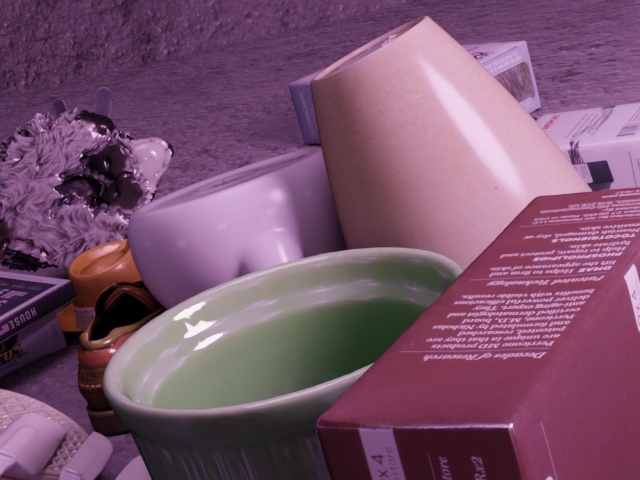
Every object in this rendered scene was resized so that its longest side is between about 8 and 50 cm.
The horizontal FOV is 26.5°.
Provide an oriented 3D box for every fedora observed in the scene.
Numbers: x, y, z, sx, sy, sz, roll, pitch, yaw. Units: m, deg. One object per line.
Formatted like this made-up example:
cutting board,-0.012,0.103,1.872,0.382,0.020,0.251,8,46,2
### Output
fedora,-0.255,0.049,1.688,0.194,0.079,0.194,-14,17,4

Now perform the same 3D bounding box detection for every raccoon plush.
raccoon plush,-0.416,-0.063,1.872,0.446,0.216,0.299,-7,4,-12

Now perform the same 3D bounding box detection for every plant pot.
plant pot,0.109,-0.062,1.291,0.256,0.274,0.256,-30,11,6

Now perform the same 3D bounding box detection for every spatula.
spatula,-0.232,0.225,1.136,0.168,0.019,0.242,19,28,9

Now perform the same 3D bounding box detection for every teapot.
teapot,-0.068,0.024,1.404,0.252,0.187,0.256,-13,11,33

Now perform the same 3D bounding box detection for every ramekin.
ramekin,-0.010,0.132,1.101,0.303,0.148,0.303,-14,17,5

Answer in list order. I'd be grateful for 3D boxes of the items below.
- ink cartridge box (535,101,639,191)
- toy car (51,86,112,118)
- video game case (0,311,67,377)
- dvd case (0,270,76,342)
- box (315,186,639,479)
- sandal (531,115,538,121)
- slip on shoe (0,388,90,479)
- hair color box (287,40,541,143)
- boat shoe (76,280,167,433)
ink cartridge box,0.343,-0.099,1.600,0.208,0.087,0.153,-4,21,31
toy car,-0.369,-0.153,2.228,0.155,0.188,0.149,-14,18,4
video game case,-0.479,0.133,1.660,0.244,0.061,0.269,-28,21,-30
dvd case,-0.427,0.100,1.571,0.179,0.030,0.238,5,28,42
box,0.160,0.114,0.935,0.143,0.191,0.381,-4,21,34
sandal,0.293,-0.131,1.823,0.180,0.049,0.072,10,33,26
slip on shoe,-0.361,0.204,1.285,0.331,0.101,0.123,4,23,16
hair color box,0.141,-0.229,2.139,0.185,0.114,0.374,-28,20,-33
boat shoe,-0.185,0.090,1.457,0.110,0.104,0.307,-14,17,7
